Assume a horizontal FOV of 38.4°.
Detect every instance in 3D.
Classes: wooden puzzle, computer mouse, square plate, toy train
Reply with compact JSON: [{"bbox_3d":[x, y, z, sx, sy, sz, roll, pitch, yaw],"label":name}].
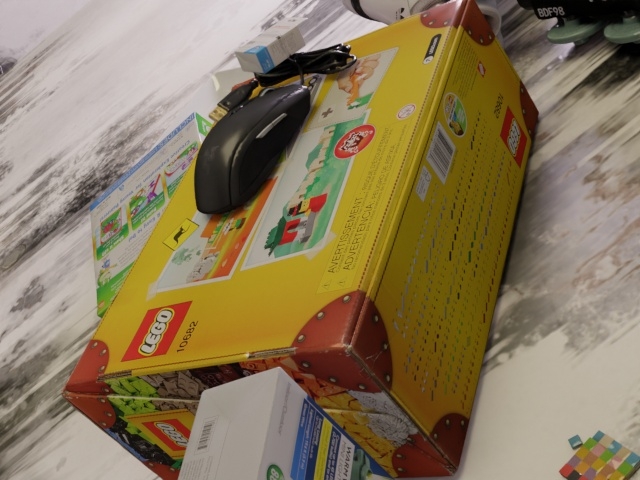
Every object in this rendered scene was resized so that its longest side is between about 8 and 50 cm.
[{"bbox_3d":[0.224,0.181,0.735,0.049,0.006,0.083,-45,32,-8],"label":"wooden puzzle"},{"bbox_3d":[-0.091,-0.142,1.047,0.184,0.060,0.262,6,53,49],"label":"computer mouse"},{"bbox_3d":[-0.162,-0.169,1.536,0.347,0.049,0.344,3,51,48],"label":"square plate"},{"bbox_3d":[0.391,-0.327,1.080,0.190,0.142,0.334,-40,28,-23],"label":"toy train"}]

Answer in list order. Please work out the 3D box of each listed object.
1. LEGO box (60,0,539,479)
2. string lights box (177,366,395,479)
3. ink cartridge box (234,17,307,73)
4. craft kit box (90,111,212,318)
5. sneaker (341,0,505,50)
[{"bbox_3d":[0.000,0.000,1.016,0.372,0.193,0.500,-13,40,37],"label":"LEGO box"},{"bbox_3d":[0.006,0.225,0.670,0.076,0.260,0.133,-22,37,29],"label":"string lights box"},{"bbox_3d":[-0.052,-0.228,1.070,0.083,0.028,0.048,-39,33,-23],"label":"ink cartridge box"},{"bbox_3d":[-0.241,-0.035,1.376,0.250,0.061,0.247,-38,39,20],"label":"craft kit box"},{"bbox_3d":[0.226,-0.367,1.284,0.365,0.137,0.210,-26,51,-21],"label":"sneaker"}]
